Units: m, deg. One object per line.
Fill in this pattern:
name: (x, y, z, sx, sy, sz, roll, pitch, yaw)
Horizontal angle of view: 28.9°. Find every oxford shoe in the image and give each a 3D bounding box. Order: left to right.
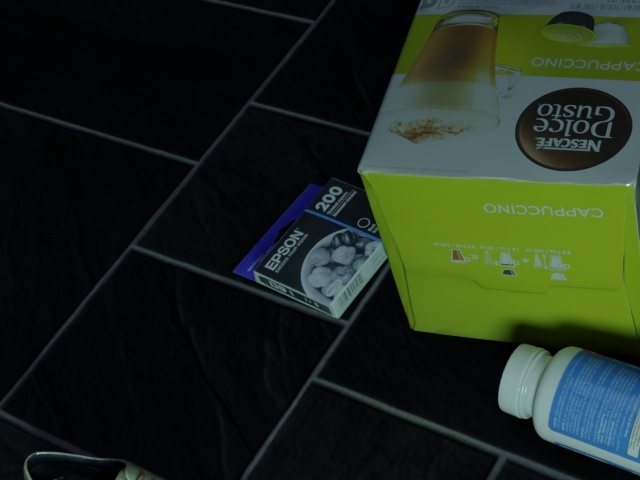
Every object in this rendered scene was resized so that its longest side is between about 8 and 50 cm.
oxford shoe: (-0.203, 0.357, 1.526, 0.397, 0.146, 0.140, 8, 50, 23)

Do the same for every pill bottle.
pill bottle: (0.335, 0.200, 1.509, 0.221, 0.124, 0.124, 18, 57, 29)

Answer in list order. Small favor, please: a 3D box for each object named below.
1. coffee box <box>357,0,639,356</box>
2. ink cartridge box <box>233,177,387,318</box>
coffee box: (0.283, -0.088, 1.636, 0.337, 0.338, 0.334, 5, 51, 22)
ink cartridge box: (0.000, 0.000, 1.853, 0.208, 0.045, 0.206, 22, 59, 34)
